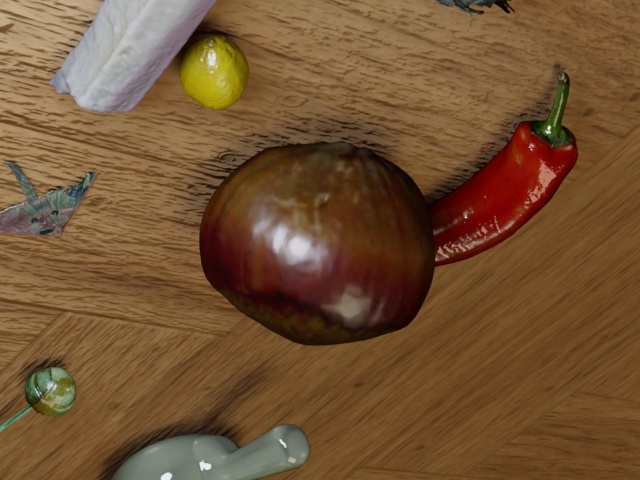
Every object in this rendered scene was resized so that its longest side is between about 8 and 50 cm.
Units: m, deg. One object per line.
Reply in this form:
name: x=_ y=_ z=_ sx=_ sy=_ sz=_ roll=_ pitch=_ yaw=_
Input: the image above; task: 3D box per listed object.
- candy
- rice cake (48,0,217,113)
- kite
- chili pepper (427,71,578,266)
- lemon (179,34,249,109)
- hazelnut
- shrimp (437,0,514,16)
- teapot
candy: x=-0.359 y=0.208 z=1.985 sx=0.061 sy=0.061 sz=0.202 roll=11 pitch=144 yaw=-45
rice cake: x=-0.102 y=-0.241 z=1.420 sx=0.070 sy=0.064 sz=0.399 roll=0 pitch=143 yaw=-45
kite: x=-0.284 y=-0.038 z=1.673 sx=0.139 sy=0.011 sz=0.157 roll=-24 pitch=151 yaw=-3
chili pepper: x=0.170 y=-0.042 z=1.911 sx=0.368 sy=0.092 sz=0.137 roll=-39 pitch=136 yaw=20
lemon: x=-0.099 y=-0.154 z=1.564 sx=0.065 sy=0.065 sz=0.092 roll=-15 pitch=149 yaw=-16
hazelnut: x=0.000 y=0.000 z=1.756 sx=0.251 sy=0.217 sz=0.217 roll=10 pitch=142 yaw=-9
shrimp: x=0.137 y=-0.251 z=1.569 sx=0.090 sy=0.079 sz=0.233 roll=-29 pitch=155 yaw=17
teapot: x=-0.158 y=0.319 z=2.193 sx=0.220 sy=0.149 sz=0.318 roll=-12 pitch=149 yaw=-23
